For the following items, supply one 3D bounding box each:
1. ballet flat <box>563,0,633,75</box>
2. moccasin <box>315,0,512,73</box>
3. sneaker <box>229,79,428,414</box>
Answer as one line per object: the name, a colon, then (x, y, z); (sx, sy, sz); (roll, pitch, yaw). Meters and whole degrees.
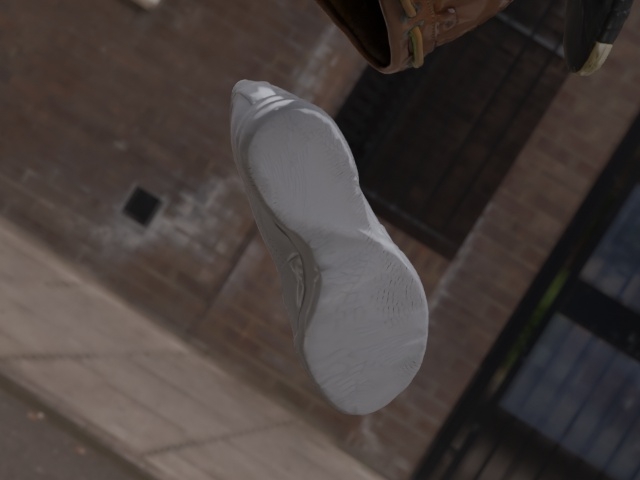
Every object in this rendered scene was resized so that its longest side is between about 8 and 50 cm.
ballet flat: (0.195, -0.182, 0.910); (0.049, 0.173, 0.057); (16, 8, -26)
moccasin: (-0.018, -0.171, 0.667); (0.139, 0.147, 0.380); (44, 7, 21)
sneaker: (0.000, 0.000, 0.850); (0.094, 0.080, 0.212); (48, -21, 59)
